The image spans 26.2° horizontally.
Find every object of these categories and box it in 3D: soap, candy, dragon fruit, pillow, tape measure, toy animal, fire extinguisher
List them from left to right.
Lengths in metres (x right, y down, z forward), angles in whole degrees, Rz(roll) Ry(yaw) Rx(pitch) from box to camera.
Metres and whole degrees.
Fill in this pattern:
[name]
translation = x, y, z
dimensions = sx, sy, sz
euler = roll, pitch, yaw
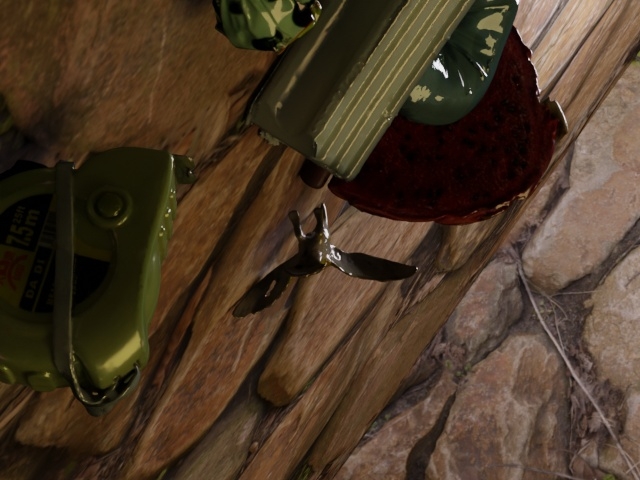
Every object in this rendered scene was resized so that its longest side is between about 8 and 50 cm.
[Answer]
[tape measure]
translation = -0.171, 0.023, 0.905
dimensions = 0.087, 0.154, 0.177
euler = 102, -4, -64
[candy]
translation = -0.069, -0.210, 0.909
dimensions = 0.305, 0.083, 0.091
euler = 44, 50, -69
[toy animal]
translation = 0.000, 0.000, 1.591
dimensions = 0.095, 0.219, 0.155
euler = 67, 19, -55
[fire extinguisher]
translation = 0.031, -0.134, 1.491
dimensions = 0.173, 0.035, 0.049
euler = -59, 163, 24
[soap]
translation = 0.042, -0.186, 1.297
dimensions = 0.261, 0.094, 0.150
euler = -55, 161, 2
[pillow]
translation = 0.140, -0.236, 1.461
dimensions = 0.214, 0.086, 0.233
euler = 21, 93, -62
[dragon fruit]
translation = 0.160, -0.107, 1.606
dimensions = 0.317, 0.205, 0.152
euler = -55, 173, -20
